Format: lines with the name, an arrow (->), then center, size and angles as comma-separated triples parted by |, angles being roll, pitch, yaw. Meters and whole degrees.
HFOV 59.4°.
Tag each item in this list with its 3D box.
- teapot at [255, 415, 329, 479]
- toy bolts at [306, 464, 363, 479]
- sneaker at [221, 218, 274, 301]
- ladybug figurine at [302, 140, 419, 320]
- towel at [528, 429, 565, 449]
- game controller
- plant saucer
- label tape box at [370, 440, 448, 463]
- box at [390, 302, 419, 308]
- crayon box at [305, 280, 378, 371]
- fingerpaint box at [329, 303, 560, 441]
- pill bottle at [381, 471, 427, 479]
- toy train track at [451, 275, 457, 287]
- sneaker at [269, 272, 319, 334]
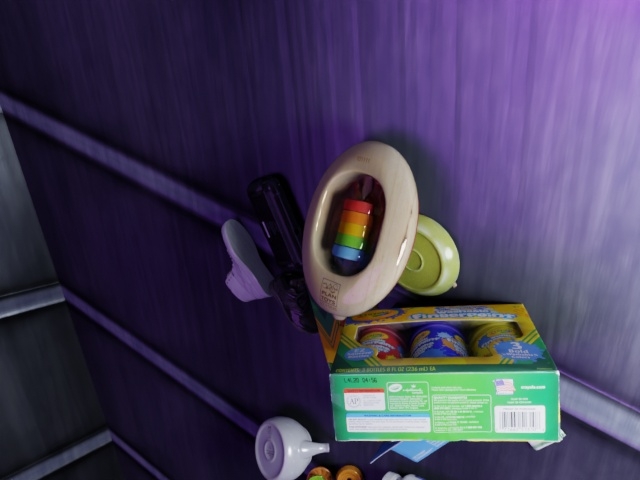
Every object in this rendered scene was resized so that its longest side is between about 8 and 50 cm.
teapot -> -0.119, 0.786, 2.125 | 0.256, 0.187, 0.253 | 47, 120, 45
toy bolts -> 0.076, 0.946, 2.118 | 0.218, 0.158, 0.229 | -24, 88, 4
sneaker -> -0.285, 0.081, 1.906 | 0.169, 0.108, 0.293 | -21, 101, 40
ladybug figurine -> 0.109, -0.019, 1.411 | 0.305, 0.161, 0.450 | 20, 95, 35
towel -> 0.564, 0.489, 1.510 | 0.152, 0.023, 0.113 | 47, 133, 9
game controller -> -0.126, -0.046, 1.751 | 0.166, 0.067, 0.319 | -4, 111, 55
plant saucer -> 0.251, 0.046, 1.492 | 0.240, 0.037, 0.241 | 22, 126, 34
label tape box -> 0.310, 0.465, 1.473 | 0.115, 0.347, 0.249 | 44, 133, 10
box -> 0.231, 0.307, 1.586 | 0.108, 0.153, 0.207 | 9, 120, 34
crayon box -> 0.080, 0.215, 1.623 | 0.081, 0.202, 0.319 | 2, 116, 38
fingerpaint box -> 0.266, 0.281, 1.270 | 0.444, 0.371, 0.163 | -3, 103, 11
pill bottle -> 0.327, 0.854, 1.815 | 0.271, 0.152, 0.153 | 9, 119, 35
toy train track -> 0.331, 0.087, 1.479 | 0.083, 0.014, 0.048 | 51, 136, 9
sneaker -> -0.066, 0.197, 1.808 | 0.228, 0.087, 0.130 | 55, 141, 8
